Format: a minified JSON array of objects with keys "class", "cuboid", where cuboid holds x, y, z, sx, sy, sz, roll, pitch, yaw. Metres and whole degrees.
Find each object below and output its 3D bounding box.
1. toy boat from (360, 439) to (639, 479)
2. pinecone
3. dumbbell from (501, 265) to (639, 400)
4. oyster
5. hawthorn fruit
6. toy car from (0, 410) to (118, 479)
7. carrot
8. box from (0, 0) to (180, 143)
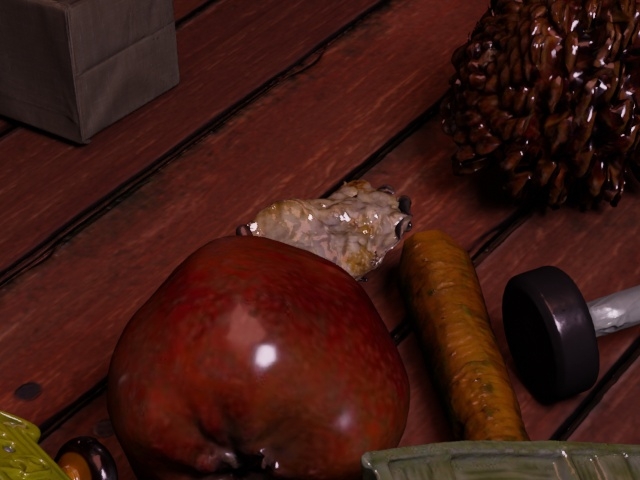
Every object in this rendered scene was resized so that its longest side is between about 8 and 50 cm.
[{"class":"toy boat","cuboid":[0.156,0.173,1.086,0.293,0.055,0.093,2,50,-26]},{"class":"pinecone","cuboid":[0.216,-0.120,1.433,0.221,0.221,0.221,-3,35,2]},{"class":"dumbbell","cuboid":[0.242,0.049,1.267,0.191,0.100,0.100,-16,37,-16]},{"class":"oyster","cuboid":[0.000,0.000,1.367,0.163,0.081,0.191,-20,29,2]},{"class":"hawthorn fruit","cuboid":[-0.043,0.081,1.163,0.208,0.208,0.248,-2,44,5]},{"class":"toy car","cuboid":[-0.204,0.212,1.047,0.200,0.142,0.248,10,22,-48]},{"class":"carrot","cuboid":[0.114,0.100,1.242,0.066,0.066,0.314,-10,37,-6]},{"class":"box","cuboid":[-0.277,-0.214,1.660,0.231,0.155,0.149,19,39,32]}]
